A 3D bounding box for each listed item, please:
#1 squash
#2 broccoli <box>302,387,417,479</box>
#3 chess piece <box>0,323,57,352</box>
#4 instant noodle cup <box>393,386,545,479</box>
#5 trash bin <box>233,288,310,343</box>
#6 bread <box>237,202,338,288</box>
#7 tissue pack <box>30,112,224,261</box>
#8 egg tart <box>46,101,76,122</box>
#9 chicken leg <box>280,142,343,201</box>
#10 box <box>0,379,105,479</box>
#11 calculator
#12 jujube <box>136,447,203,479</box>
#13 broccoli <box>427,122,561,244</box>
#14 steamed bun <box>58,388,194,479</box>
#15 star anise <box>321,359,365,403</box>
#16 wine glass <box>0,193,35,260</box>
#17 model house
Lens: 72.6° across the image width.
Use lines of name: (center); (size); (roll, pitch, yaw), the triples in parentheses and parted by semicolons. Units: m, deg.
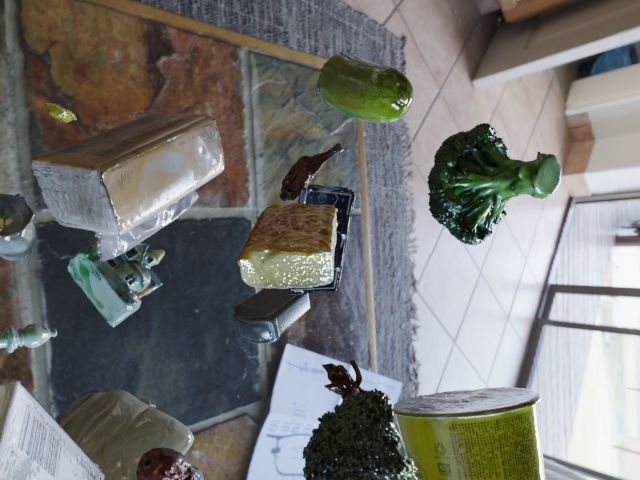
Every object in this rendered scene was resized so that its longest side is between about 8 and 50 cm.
squash: (0.073, -0.224, 0.663); (0.095, 0.188, 0.095); (-12, 123, -20)
broccoli: (0.056, 0.283, 0.547); (0.160, 0.154, 0.167); (30, 31, -44)
chess piece: (-0.892, 0.277, 1.220); (0.271, 0.139, 0.139); (-1, 90, -46)
instant noodle cup: (0.325, 0.467, 0.924); (0.325, 0.325, 0.254); (5, 71, -44)
trash bin: (-0.166, 0.233, 1.425); (0.236, 0.176, 0.101); (-35, 123, -45)
bread: (-0.038, 0.001, 0.643); (0.188, 0.125, 0.068); (-79, 165, -67)
tissue pack: (-0.367, -0.117, 0.906); (0.305, 0.238, 0.239); (-48, 121, -47)
egg tart: (-0.939, -0.458, 1.573); (0.105, 0.105, 0.039); (30, 76, -39)
chicken leg: (-0.030, -0.178, 1.116); (0.053, 0.093, 0.205); (28, 105, -39)
box: (-0.334, 0.309, 0.462); (0.110, 0.195, 0.261); (-10, 131, -11)
calculator: (0.000, 0.000, 1.078); (0.165, 0.028, 0.274); (0, 105, -38)
jujube: (-0.259, 0.410, 0.762); (0.129, 0.077, 0.077); (47, 58, -35)
broccoli: (0.392, -0.133, 1.042); (0.297, 0.297, 0.298); (-2, 94, -32)
steamed bun: (-0.471, 0.463, 0.934); (0.236, 0.383, 0.247); (49, 41, -9)
star anise: (0.098, 0.450, 1.270); (0.111, 0.196, 0.213); (-33, 107, -2)
wine glass: (-0.698, -0.023, 0.979); (0.103, 0.222, 0.103); (11, 68, -28)
model house: (-0.664, 0.091, 1.554); (0.267, 0.194, 0.325); (53, 38, -4)
